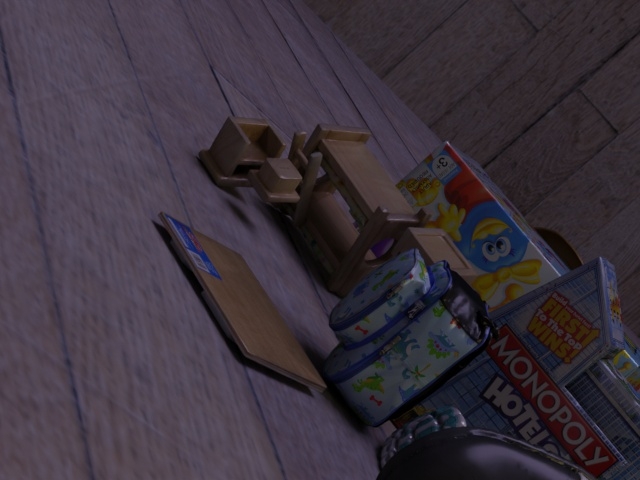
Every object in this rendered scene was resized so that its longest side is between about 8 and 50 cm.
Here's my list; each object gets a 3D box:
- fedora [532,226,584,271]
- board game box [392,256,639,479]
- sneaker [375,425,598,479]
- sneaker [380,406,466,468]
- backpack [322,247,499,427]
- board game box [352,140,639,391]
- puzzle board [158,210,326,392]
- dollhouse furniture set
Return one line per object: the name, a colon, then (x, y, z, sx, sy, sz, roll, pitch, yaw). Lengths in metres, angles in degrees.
fedora: (0.211, 0.083, 1.553, 0.079, 0.194, 0.194, -4, 42, -29)
board game box: (0.166, 0.114, 1.075, 0.194, 0.194, 0.060, 51, 11, 19)
sneaker: (0.159, 0.238, 0.800, 0.330, 0.122, 0.146, 46, 9, -9)
sneaker: (0.085, 0.171, 0.958, 0.076, 0.065, 0.166, 62, 8, -24)
backpack: (0.052, 0.064, 1.020, 0.084, 0.114, 0.105, 46, 8, -7)
board game box: (0.170, 0.062, 1.416, 0.275, 0.142, 0.144, 51, 11, 18)
puzzle board: (-0.053, 0.041, 0.965, 0.096, 0.011, 0.128, 31, 19, -54)
dollhouse furniture set: (0.000, 0.000, 1.200, 0.161, 0.101, 0.182, 2, 43, -41)
